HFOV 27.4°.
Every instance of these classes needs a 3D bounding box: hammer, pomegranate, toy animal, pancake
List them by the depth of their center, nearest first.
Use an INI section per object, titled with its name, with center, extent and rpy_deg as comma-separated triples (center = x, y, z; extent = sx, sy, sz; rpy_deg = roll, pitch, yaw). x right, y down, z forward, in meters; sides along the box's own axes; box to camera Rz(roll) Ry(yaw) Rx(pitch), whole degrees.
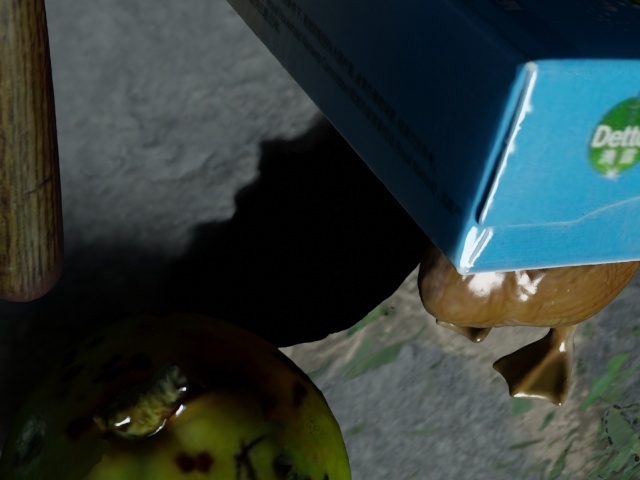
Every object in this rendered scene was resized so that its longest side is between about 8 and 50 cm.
[hammer]
center = -0.101, -0.124, 0.338
extent = 0.095, 0.242, 0.409
rpy_deg = -51, 164, -32
[pomegranate]
center = -0.046, 0.112, 0.572
extent = 0.156, 0.156, 0.220
rpy_deg = -45, 153, 9
[toy animal]
center = 0.116, -0.021, 0.596
extent = 0.188, 0.089, 0.179
rpy_deg = -31, 147, -31
[pancake]
center = 0.003, 0.002, 0.596
extent = 0.116, 0.023, 0.129
rpy_deg = 27, 113, -42

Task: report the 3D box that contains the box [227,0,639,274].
[box]
center = 0.064, -0.075, 0.444
extent = 0.139, 0.194, 0.073
rpy_deg = -5, 127, -29
